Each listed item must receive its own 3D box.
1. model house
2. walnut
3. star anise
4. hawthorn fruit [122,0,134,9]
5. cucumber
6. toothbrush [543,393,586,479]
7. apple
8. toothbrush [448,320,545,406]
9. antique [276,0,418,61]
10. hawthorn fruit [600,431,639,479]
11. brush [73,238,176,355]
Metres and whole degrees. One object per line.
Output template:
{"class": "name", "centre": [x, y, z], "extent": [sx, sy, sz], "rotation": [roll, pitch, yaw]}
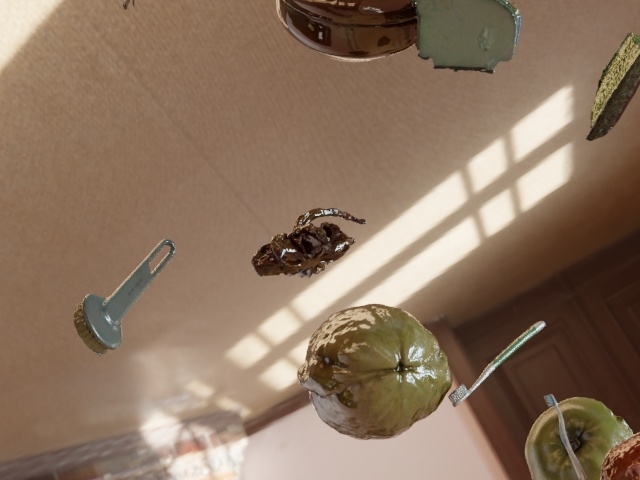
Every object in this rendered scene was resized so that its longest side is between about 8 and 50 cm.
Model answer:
{"class": "model house", "centre": [0.217, -0.328, 1.398], "extent": [0.148, 0.148, 0.119], "rotation": [4, 124, 13]}
{"class": "walnut", "centre": [0.091, 0.217, 1.594], "extent": [0.283, 0.227, 0.283], "rotation": [0, 171, 0]}
{"class": "star anise", "centre": [0.000, 0.000, 1.129], "extent": [0.097, 0.070, 0.191], "rotation": [-42, 160, 31]}
{"class": "hawthorn fruit", "centre": [-0.290, -0.532, 1.595], "extent": [0.211, 0.211, 0.299], "rotation": [9, 97, -53]}
{"class": "cucumber", "centre": [0.452, -0.239, 1.455], "extent": [0.046, 0.070, 0.220], "rotation": [2, 150, -9]}
{"class": "toothbrush", "centre": [0.373, 0.298, 1.455], "extent": [0.017, 0.162, 0.014], "rotation": [-4, 134, -12]}
{"class": "apple", "centre": [0.557, 0.459, 2.012], "extent": [0.279, 0.279, 0.279], "rotation": [-22, 155, -11]}
{"class": "toothbrush", "centre": [0.297, 0.200, 1.597], "extent": [0.257, 0.024, 0.018], "rotation": [-32, 178, -34]}
{"class": "antique", "centre": [0.039, -0.380, 1.520], "extent": [0.223, 0.278, 0.129], "rotation": [-32, 143, -31]}
{"class": "hawthorn fruit", "centre": [0.509, 0.375, 1.324], "extent": [0.207, 0.243, 0.207], "rotation": [-6, 136, -5]}
{"class": "brush", "centre": [-0.209, 0.052, 1.068], "extent": [0.027, 0.062, 0.266], "rotation": [-26, -168, 16]}
